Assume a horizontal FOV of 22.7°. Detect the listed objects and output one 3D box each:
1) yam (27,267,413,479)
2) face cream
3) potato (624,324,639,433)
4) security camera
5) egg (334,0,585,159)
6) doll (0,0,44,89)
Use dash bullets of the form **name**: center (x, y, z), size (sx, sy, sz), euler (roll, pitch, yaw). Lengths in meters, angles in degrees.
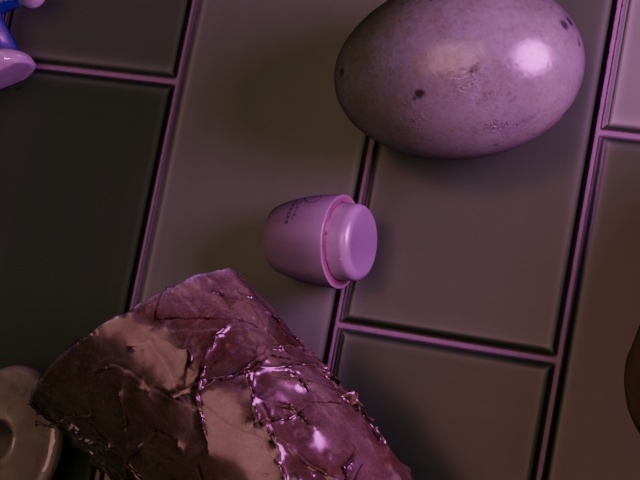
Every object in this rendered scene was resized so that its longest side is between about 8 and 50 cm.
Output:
- **yam**: center (-0.077, 0.196, 1.466), size (0.241, 0.241, 0.348), euler (-46, 74, 5)
- **face cream**: center (0.000, 0.000, 1.547), size (0.095, 0.091, 0.091), euler (3, 81, 27)
- **potato**: center (0.382, 0.056, 1.354), size (0.218, 0.202, 0.351), euler (12, 76, 8)
- **security camera**: center (-0.350, 0.267, 1.600), size (0.157, 0.080, 0.302), euler (12, 83, 42)
- **egg**: center (0.128, -0.160, 1.492), size (0.236, 0.169, 0.169), euler (-2, 80, 18)
- **doll**: center (-0.410, -0.265, 1.710), size (0.215, 0.161, 0.257), euler (-26, 89, -2)
